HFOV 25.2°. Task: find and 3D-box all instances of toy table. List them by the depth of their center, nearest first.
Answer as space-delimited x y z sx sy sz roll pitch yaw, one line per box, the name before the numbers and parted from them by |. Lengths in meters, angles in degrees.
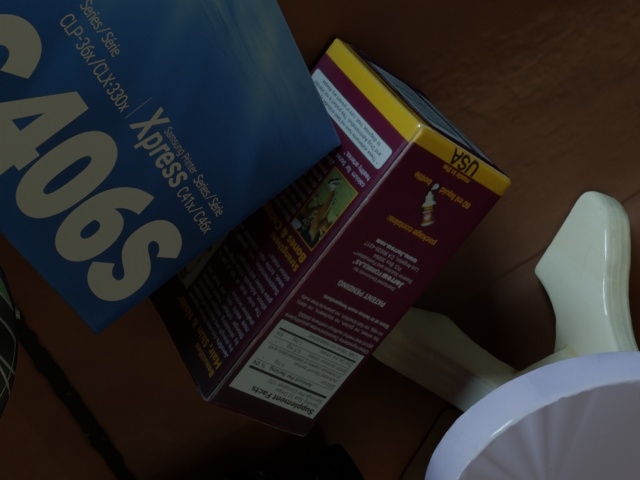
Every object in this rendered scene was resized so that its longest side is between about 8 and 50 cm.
toy table | 0.152 0.110 0.915 0.274 0.161 0.252 29 105 -40

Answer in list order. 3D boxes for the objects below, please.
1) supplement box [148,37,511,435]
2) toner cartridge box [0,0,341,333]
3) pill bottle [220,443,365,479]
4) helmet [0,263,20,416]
supplement box | 0.000 0.000 0.790 0.081 0.104 0.188 27 107 -40
toner cartridge box | -0.115 -0.103 0.605 0.165 0.075 0.348 -40 149 -6
pill bottle | -0.063 0.220 0.900 0.219 0.123 0.123 -27 131 -10
helmet | -0.201 0.032 0.560 0.169 0.161 0.169 -39 166 -12
